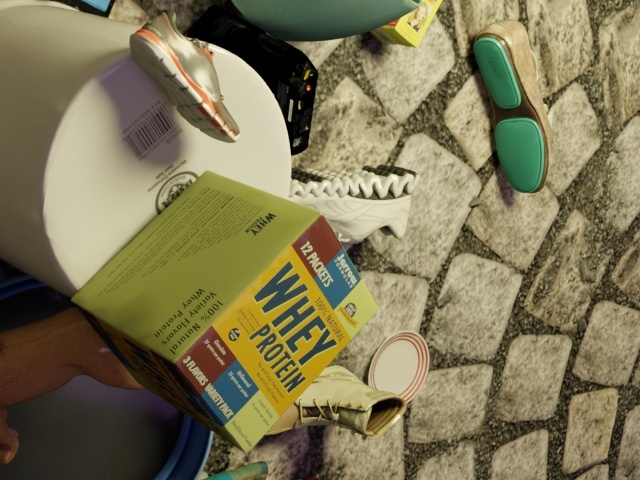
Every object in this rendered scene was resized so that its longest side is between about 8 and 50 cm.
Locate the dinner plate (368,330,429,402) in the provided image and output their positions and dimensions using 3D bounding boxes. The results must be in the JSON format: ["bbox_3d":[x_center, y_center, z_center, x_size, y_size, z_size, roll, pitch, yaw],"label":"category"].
[{"bbox_3d":[0.132,0.221,2.010,0.141,0.017,0.141,-14,113,-36],"label":"dinner plate"}]

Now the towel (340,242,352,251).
[{"bbox_3d":[0.000,0.000,1.828,0.152,0.023,0.113,-47,127,-18],"label":"towel"}]

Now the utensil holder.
[{"bbox_3d":[-0.263,-0.098,1.343,0.327,0.385,0.328,-14,113,-36],"label":"utensil holder"}]

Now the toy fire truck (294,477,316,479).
[{"bbox_3d":[-0.013,0.434,1.879,0.192,0.135,0.047,-7,108,-38],"label":"toy fire truck"}]

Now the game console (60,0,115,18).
[{"bbox_3d":[-0.278,-0.347,1.463,0.071,0.107,0.122,21,89,-13],"label":"game console"}]

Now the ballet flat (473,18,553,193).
[{"bbox_3d":[0.348,-0.233,1.993,0.106,0.107,0.316,-43,128,-38],"label":"ballet flat"}]

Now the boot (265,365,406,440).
[{"bbox_3d":[0.011,0.268,1.826,0.213,0.165,0.077,-18,114,-36],"label":"boot"}]

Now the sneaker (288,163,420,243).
[{"bbox_3d":[0.019,-0.049,1.757,0.292,0.110,0.118,-3,106,-28],"label":"sneaker"}]

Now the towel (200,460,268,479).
[{"bbox_3d":[-0.195,0.427,1.624,0.271,0.040,0.370,-50,167,2],"label":"towel"}]

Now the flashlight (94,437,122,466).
[{"bbox_3d":[-0.288,0.153,1.597,0.103,0.103,0.304,4,98,-12],"label":"flashlight"}]

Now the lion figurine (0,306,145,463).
[{"bbox_3d":[-0.324,0.143,1.310,0.392,0.142,0.240,-26,153,-8],"label":"lion figurine"}]

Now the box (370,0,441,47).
[{"bbox_3d":[0.158,-0.411,1.789,0.058,0.087,0.232,33,84,-38],"label":"box"}]

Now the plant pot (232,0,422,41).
[{"bbox_3d":[-0.026,-0.379,1.553,0.195,0.290,0.290,-33,131,17],"label":"plant pot"}]

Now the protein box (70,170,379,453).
[{"bbox_3d":[-0.093,0.062,1.142,0.200,0.201,0.136,-46,127,-19],"label":"protein box"}]

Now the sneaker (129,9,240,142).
[{"bbox_3d":[-0.118,-0.162,1.148,0.065,0.061,0.158,-55,131,-20],"label":"sneaker"}]

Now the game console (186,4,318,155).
[{"bbox_3d":[-0.110,-0.125,1.601,0.044,0.213,0.361,-25,137,-41],"label":"game console"}]

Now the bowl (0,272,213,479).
[{"bbox_3d":[-0.334,0.222,1.504,0.391,0.077,0.391,-3,101,-15],"label":"bowl"}]
